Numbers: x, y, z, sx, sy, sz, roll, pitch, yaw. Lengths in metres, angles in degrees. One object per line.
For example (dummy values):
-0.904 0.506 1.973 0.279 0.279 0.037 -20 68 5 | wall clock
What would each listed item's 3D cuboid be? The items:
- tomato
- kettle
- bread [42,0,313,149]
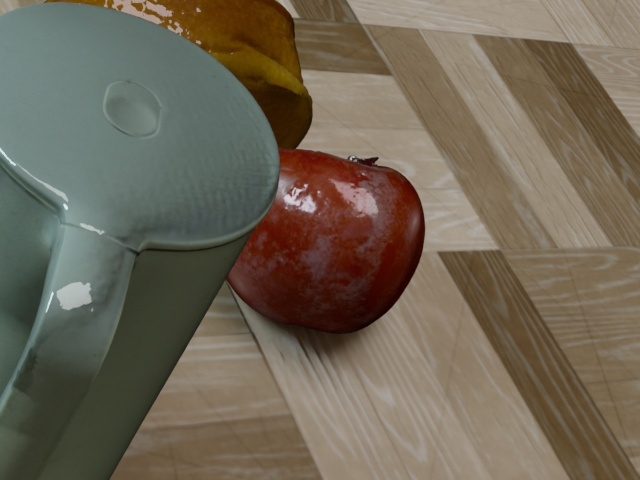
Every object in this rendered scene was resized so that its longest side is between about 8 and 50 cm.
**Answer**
0.000 0.000 1.234 0.187 0.151 0.187 8 3 0 | tomato
-0.187 0.042 0.910 0.205 0.318 0.265 42 37 8 | kettle
-0.131 -0.137 1.247 0.270 0.195 0.142 3 53 -39 | bread
